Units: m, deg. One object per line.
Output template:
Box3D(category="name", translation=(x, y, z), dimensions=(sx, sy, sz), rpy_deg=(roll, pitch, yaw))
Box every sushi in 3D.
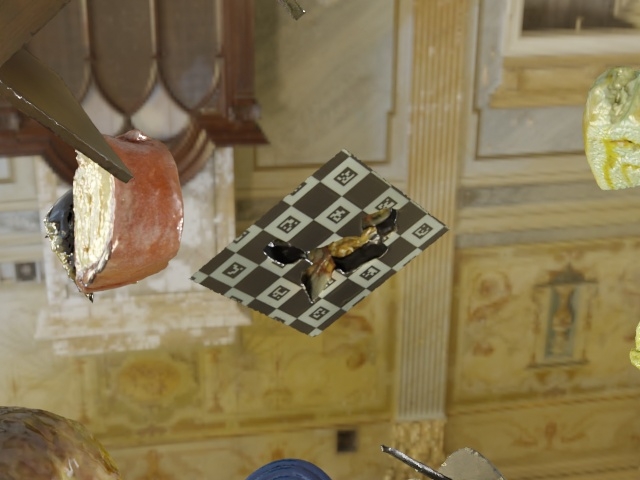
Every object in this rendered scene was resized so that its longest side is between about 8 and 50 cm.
Box3D(category="sushi", translation=(-0.416, -0.011, 1.909), dimensions=(0.204, 0.200, 0.213), rpy_deg=(-26, -109, -15))
Box3D(category="sushi", translation=(0.000, 0.000, 1.727), dimensions=(0.359, 0.343, 0.064), rpy_deg=(30, -154, -48))

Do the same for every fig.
Box3D(category="fig", translation=(-0.389, 0.250, 1.083), dimensions=(0.286, 0.368, 0.286), rpy_deg=(-33, -179, 0))

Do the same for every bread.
Box3D(category="bread", translation=(0.313, -0.119, 1.011), dimensions=(0.110, 0.103, 0.156), rpy_deg=(32, 159, -13))
Box3D(category="bread", translation=(-0.297, -0.053, 1.502), dimensions=(0.123, 0.244, 0.190), rpy_deg=(2, 165, -34))

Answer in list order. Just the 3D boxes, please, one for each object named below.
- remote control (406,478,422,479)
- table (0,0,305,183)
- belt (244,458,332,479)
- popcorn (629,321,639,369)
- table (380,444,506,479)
Box3D(category="remote control", translation=(0.111, 0.523, 1.885), dimensions=(0.049, 0.230, 0.090), rpy_deg=(23, -134, -37))
Box3D(category="table", translation=(-0.200, -0.236, 0.870), dimensions=(0.196, 0.250, 0.282), rpy_deg=(48, -177, 31))
Box3D(category="belt", translation=(-0.028, 0.451, 1.240), dimensions=(0.212, 0.117, 0.347), rpy_deg=(-17, -132, 7))
Box3D(category="popcorn", translation=(0.365, 0.113, 1.067), dimensions=(0.083, 0.068, 0.059), rpy_deg=(-48, -178, -31))
Box3D(category="table", translation=(0.198, 0.520, 1.833), dimensions=(0.249, 0.317, 0.317), rpy_deg=(22, -177, -40))
